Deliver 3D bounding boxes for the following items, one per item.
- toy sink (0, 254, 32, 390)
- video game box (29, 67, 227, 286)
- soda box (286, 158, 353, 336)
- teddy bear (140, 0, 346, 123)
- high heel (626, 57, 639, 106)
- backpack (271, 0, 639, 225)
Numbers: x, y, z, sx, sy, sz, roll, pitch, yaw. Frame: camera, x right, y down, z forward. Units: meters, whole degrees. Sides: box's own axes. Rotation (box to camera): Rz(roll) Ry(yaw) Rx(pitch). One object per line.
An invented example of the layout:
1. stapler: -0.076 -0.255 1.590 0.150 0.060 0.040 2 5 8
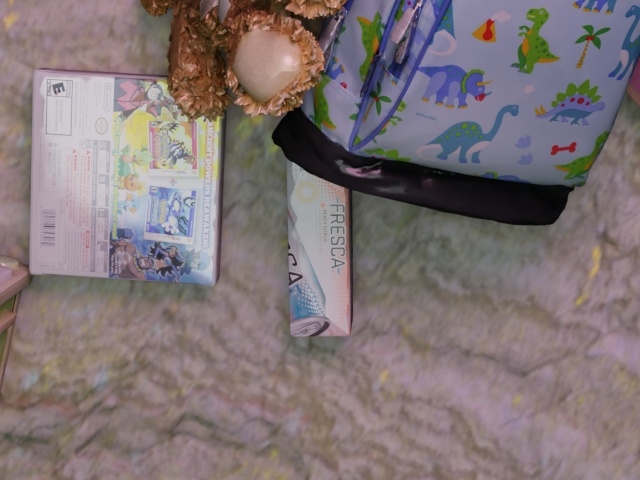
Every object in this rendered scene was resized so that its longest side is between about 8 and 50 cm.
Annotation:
1. toy sink: -0.368 0.074 1.411 0.131 0.153 0.234 13 100 1
2. video game box: -0.188 -0.063 1.426 0.187 0.048 0.205 5 101 5
3. soda box: 0.000 0.000 1.419 0.063 0.058 0.183 -1 100 4
4. teddy bear: -0.052 -0.216 1.262 0.113 0.338 0.245 10 90 -27
5. high heel: 0.452 -0.095 1.330 0.377 0.127 0.181 44 111 -1
6. backpack: 0.150 -0.194 1.240 0.290 0.273 0.355 11 105 -22
